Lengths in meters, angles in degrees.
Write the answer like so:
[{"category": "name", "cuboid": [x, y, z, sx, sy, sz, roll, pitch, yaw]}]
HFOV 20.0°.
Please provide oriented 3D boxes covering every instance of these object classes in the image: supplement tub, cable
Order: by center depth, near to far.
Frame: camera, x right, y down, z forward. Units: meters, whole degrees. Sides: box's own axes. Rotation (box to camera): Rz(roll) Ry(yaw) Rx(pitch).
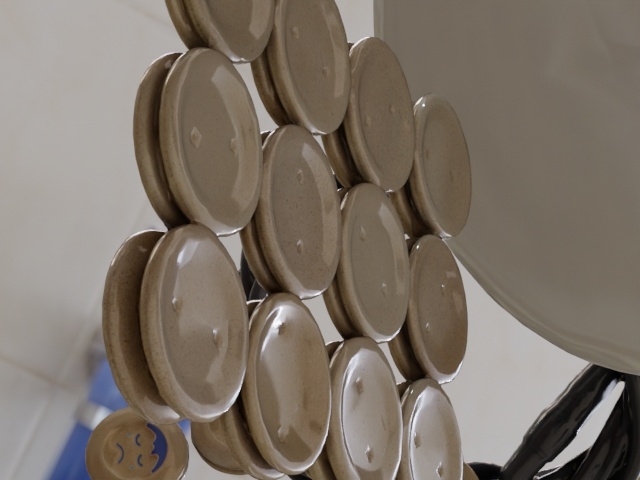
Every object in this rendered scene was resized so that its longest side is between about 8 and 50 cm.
[{"category": "supplement tub", "cuboid": [0.195, -0.088, 0.614, 0.316, 0.228, 0.228, -18, 23, -40]}, {"category": "cable", "cuboid": [0.047, 0.043, 0.702, 0.184, 0.151, 0.047, -9, 12, -1]}]

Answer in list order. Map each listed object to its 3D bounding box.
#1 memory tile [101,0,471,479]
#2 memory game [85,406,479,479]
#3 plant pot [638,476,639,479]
[{"category": "memory tile", "cuboid": [0.000, 0.000, 0.393, 0.012, 0.113, 0.148, -7, -22, 25]}, {"category": "memory game", "cuboid": [-0.021, 0.129, 0.611, 0.186, 0.186, 0.012, 23, -28, 13]}, {"category": "plant pot", "cuboid": [0.142, 0.178, 0.969, 0.081, 0.083, 0.081, 48, -36, 43]}]
